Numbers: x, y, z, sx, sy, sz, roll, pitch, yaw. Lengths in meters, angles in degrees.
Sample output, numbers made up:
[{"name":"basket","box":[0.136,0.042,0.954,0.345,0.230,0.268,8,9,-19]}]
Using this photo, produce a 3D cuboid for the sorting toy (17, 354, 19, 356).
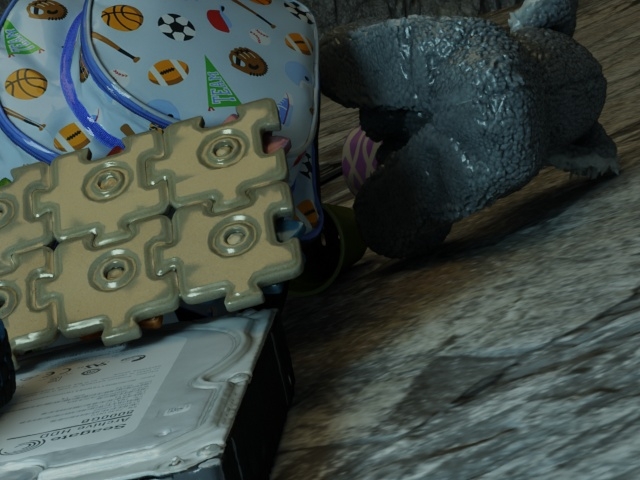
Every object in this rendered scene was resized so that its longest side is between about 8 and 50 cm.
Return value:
[{"name":"sorting toy","box":[-0.386,0.159,1.322,0.365,0.127,0.126,-10,34,11]}]

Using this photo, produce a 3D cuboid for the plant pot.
[{"name":"plant pot","box":[0.000,0.000,1.528,0.083,0.083,0.079,-16,-2,28]}]

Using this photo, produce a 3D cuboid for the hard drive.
[{"name":"hard drive","box":[-0.144,0.120,1.060,0.236,0.064,0.339,-12,11,7]}]

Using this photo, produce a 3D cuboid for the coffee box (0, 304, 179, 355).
[{"name":"coffee box","box":[-0.209,0.064,1.508,0.246,0.098,0.141,-25,10,-29]}]

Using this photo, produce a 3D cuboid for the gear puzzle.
[{"name":"gear puzzle","box":[-0.174,0.019,1.210,0.338,0.044,0.175,-15,47,5]}]

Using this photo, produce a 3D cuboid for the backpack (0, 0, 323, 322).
[{"name":"backpack","box":[-0.128,-0.081,1.377,0.263,0.213,0.276,11,37,-9]}]

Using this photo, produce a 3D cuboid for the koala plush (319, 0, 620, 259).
[{"name":"koala plush","box":[0.146,-0.108,1.479,0.221,0.196,0.203,-15,-1,-39]}]

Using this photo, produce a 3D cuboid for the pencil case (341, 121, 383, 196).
[{"name":"pencil case","box":[0.105,-0.080,1.739,0.088,0.086,0.206,6,-6,-33]}]

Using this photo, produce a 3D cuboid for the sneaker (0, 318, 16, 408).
[{"name":"sneaker","box":[-0.233,0.080,1.022,0.083,0.071,0.190,-16,8,18]}]

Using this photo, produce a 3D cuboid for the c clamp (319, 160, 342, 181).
[{"name":"c clamp","box":[-0.037,-0.065,2.164,0.137,0.022,0.160,-8,13,36]}]
